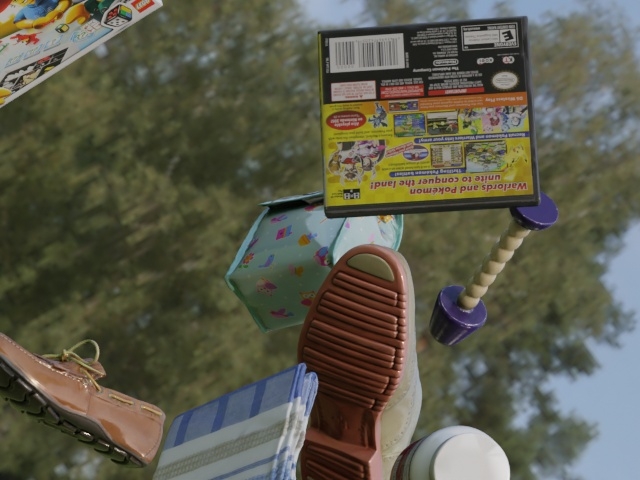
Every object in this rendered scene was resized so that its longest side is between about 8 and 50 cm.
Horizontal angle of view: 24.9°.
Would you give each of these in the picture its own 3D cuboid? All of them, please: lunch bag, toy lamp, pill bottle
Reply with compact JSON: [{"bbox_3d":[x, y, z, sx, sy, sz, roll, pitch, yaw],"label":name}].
[{"bbox_3d":[0.000,0.000,2.333,0.223,0.262,0.160,-12,-53,34],"label":"lunch bag"},{"bbox_3d":[0.228,0.044,1.995,0.080,0.080,0.274,48,-46,23],"label":"toy lamp"},{"bbox_3d":[0.113,0.206,1.248,0.086,0.086,0.152,56,-14,6],"label":"pill bottle"}]

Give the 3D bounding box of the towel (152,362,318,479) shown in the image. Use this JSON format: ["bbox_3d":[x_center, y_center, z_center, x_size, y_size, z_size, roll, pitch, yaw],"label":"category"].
[{"bbox_3d":[-0.105,0.266,1.523,0.209,0.285,0.034,-24,-58,28],"label":"towel"}]

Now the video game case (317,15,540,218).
[{"bbox_3d":[0.136,-0.158,1.862,0.035,0.275,0.248,64,23,-76],"label":"video game case"}]

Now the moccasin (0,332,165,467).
[{"bbox_3d":[-0.425,0.257,2.516,0.380,0.147,0.139,33,-28,-25],"label":"moccasin"}]

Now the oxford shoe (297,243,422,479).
[{"bbox_3d":[0.061,0.164,1.827,0.140,0.146,0.397,24,-56,24],"label":"oxford shoe"}]

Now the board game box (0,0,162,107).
[{"bbox_3d":[-0.340,-0.229,1.487,0.193,0.305,0.053,43,20,-54],"label":"board game box"}]
